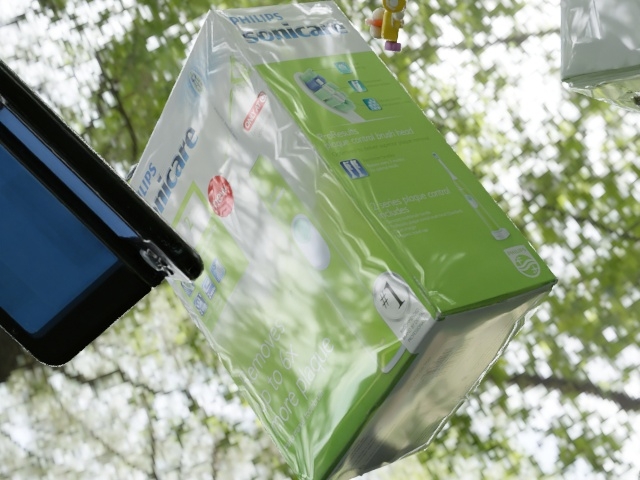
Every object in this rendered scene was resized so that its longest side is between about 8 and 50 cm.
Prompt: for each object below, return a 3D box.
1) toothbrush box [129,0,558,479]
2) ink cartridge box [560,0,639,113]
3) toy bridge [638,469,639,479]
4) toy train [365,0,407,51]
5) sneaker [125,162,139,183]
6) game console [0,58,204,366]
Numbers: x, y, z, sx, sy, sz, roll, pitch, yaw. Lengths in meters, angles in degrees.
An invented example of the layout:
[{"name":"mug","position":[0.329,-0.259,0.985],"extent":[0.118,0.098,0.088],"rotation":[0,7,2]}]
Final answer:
[{"name":"toothbrush box","position":[0.000,0.000,0.990],"extent":[0.122,0.283,0.206],"rotation":[-12,-34,-40]},{"name":"ink cartridge box","position":[0.280,-0.244,1.066],"extent":[0.117,0.278,0.201],"rotation":[-4,-7,40]},{"name":"toy bridge","position":[0.239,0.174,0.955],"extent":[0.026,0.063,0.188],"rotation":[6,-86,-8]},{"name":"toy train","position":[0.073,-0.276,1.497],"extent":[0.046,0.125,0.166],"rotation":[7,-18,3]},{"name":"sneaker","position":[-0.133,-0.060,1.698],"extent":[0.235,0.097,0.084],"rotation":[-17,-42,13]},{"name":"game console","position":[-0.118,-0.008,0.543],"extent":[0.122,0.107,0.071],"rotation":[45,-101,-13]}]
